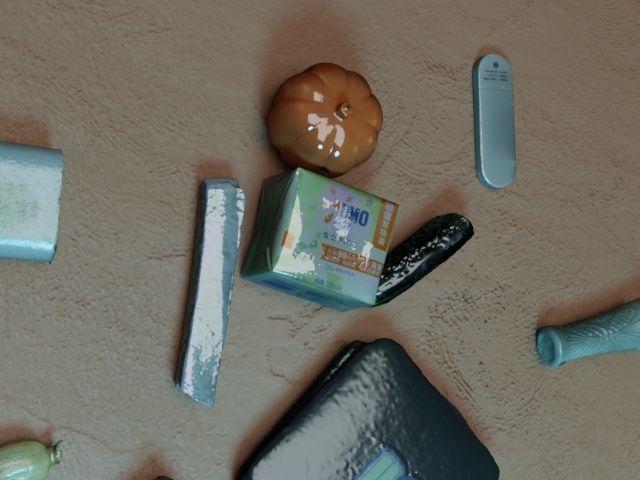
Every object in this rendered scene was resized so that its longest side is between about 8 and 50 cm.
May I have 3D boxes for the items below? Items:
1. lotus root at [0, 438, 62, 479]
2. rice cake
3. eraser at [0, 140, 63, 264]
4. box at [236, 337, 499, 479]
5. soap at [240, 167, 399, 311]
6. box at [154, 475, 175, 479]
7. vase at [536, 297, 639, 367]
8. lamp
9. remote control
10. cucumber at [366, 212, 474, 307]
[{"bbox_3d":[-0.442,0.328,1.729,0.150,0.062,0.073,-14,90,-23],"label":"lotus root"},{"bbox_3d":[-0.173,0.078,1.876,0.073,0.056,0.364,10,80,-22],"label":"rice cake"},{"bbox_3d":[-0.498,-0.063,1.740,0.227,0.081,0.174,7,82,-23],"label":"eraser"},{"bbox_3d":[0.082,0.382,1.936,0.350,0.091,0.359,48,69,-11],"label":"box"},{"bbox_3d":[0.000,0.000,1.916,0.199,0.138,0.182,19,76,-20],"label":"soap"},{"bbox_3d":[-0.280,0.525,1.765,0.310,0.084,0.198,-41,101,-22],"label":"box"},{"bbox_3d":[0.498,0.170,2.140,0.219,0.096,0.096,-11,89,-21],"label":"vase"},{"bbox_3d":[0.011,-0.195,1.929,0.188,0.164,0.187,3,81,-21],"label":"lamp"},{"bbox_3d":[0.313,-0.214,2.139,0.077,0.022,0.244,1,83,-26],"label":"remote control"},{"bbox_3d":[0.156,0.035,2.016,0.241,0.074,0.074,-37,99,-21],"label":"cucumber"}]
